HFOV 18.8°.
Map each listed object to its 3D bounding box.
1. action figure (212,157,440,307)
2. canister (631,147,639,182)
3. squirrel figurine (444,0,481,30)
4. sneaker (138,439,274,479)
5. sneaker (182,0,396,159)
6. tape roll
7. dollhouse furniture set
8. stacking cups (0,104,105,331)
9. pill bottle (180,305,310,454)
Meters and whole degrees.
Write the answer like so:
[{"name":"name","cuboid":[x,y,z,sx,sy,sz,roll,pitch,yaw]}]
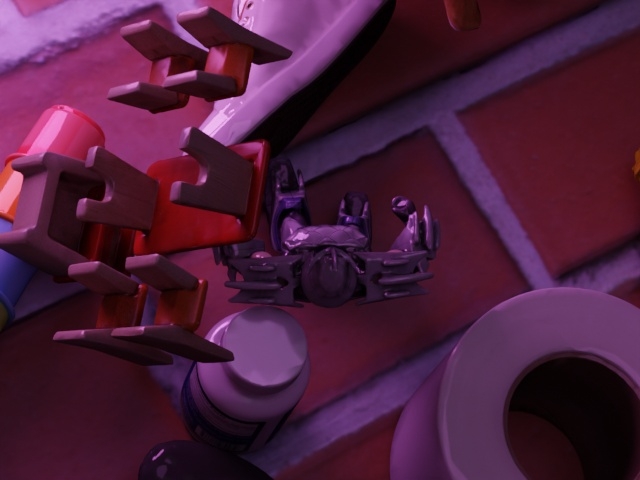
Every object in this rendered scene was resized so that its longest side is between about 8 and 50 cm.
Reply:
[{"name":"action figure","cuboid":[0.000,0.000,1.610,0.185,0.285,0.099,9,99,-4]},{"name":"canister","cuboid":[0.360,-0.004,1.804,0.126,0.073,0.170,4,69,-11]},{"name":"squirrel figurine","cuboid":[0.087,-0.356,1.736,0.397,0.281,0.370,0,32,-40]},{"name":"sneaker","cuboid":[-0.025,0.255,1.584,0.286,0.130,0.109,36,68,4]},{"name":"sneaker","cuboid":[-0.058,-0.157,1.763,0.123,0.106,0.290,35,56,10]},{"name":"tape roll","cuboid":[0.194,0.181,1.640,0.246,0.169,0.246,5,67,-12]},{"name":"dollhouse furniture set","cuboid":[-0.131,-0.027,1.555,0.135,0.259,0.262,23,70,-39]},{"name":"stacking cups","cuboid":[-0.287,0.022,1.648,0.096,0.096,0.316,28,61,-1]},{"name":"pill bottle","cuboid":[-0.060,0.113,1.609,0.094,0.169,0.094,5,68,-11]}]
